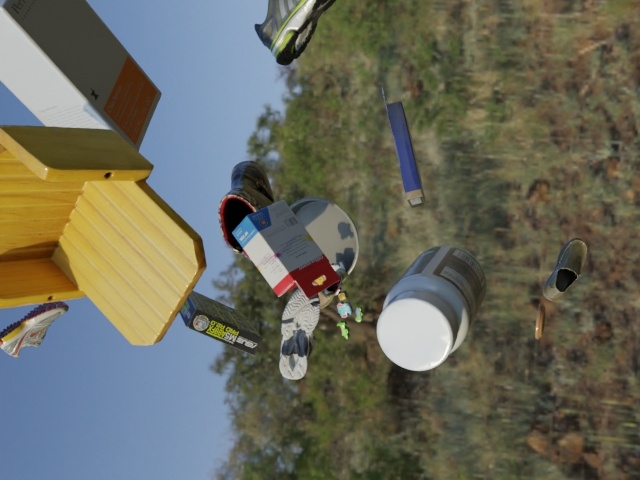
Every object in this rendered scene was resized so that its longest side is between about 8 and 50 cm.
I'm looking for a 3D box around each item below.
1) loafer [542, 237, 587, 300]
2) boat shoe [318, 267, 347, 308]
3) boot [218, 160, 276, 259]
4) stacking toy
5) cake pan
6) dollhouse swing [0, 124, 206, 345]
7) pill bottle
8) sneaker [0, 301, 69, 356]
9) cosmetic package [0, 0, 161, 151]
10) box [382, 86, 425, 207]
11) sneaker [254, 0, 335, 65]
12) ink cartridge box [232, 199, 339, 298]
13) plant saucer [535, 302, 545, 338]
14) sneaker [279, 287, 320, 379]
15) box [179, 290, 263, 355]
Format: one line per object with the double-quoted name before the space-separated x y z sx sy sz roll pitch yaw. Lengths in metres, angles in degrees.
"loafer" 0.512 0.060 1.630 0.148 0.056 0.050 -60 8 -12
"boat shoe" 0.022 0.136 2.205 0.135 0.050 0.045 -58 -8 16
"boot" -0.162 -0.014 2.165 0.284 0.138 0.378 -78 -30 -71
"stacking toy" 0.061 0.182 2.473 0.221 0.052 0.167 68 -155 -6
"cake pan" 0.000 0.000 2.551 0.054 0.293 0.294 -28 -55 -60
"dollhouse swing" -0.440 0.028 1.418 0.315 0.305 0.347 -6 -39 -48
"pill bottle" 0.264 0.154 1.862 0.361 0.204 0.204 -37 -47 -63
"sneaker" -0.849 0.260 2.361 0.093 0.225 0.088 59 171 -23
"cosmetic package" -0.582 -0.403 1.816 0.453 0.161 0.230 52 -142 -42
"box" 0.164 -0.183 1.550 0.136 0.036 0.226 22 -126 -79
"sneaker" -0.043 -0.536 1.717 0.300 0.121 0.111 -53 -14 16
"ink cartridge box" -0.076 0.034 1.798 0.134 0.231 0.078 -27 -12 -47
"plant saucer" 0.505 0.185 1.811 0.083 0.013 0.084 7 -90 -69
"sneaker" -0.053 0.227 2.020 0.153 0.094 0.235 -130 43 -86
"box" -0.297 0.230 2.281 0.060 0.216 0.270 -62 20 1
